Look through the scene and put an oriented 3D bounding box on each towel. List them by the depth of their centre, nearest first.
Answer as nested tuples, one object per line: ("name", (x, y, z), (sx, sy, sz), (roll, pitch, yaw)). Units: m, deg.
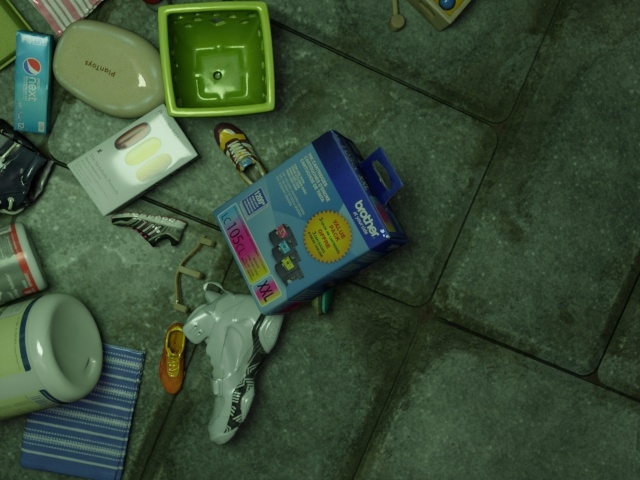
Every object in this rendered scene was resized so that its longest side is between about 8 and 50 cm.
("towel", (-0.552, -0.566, 1.358), (0.197, 0.029, 0.144), (-37, 99, 12))
("towel", (-0.566, 0.401, 1.473), (0.243, 0.040, 0.336), (12, 92, -6))

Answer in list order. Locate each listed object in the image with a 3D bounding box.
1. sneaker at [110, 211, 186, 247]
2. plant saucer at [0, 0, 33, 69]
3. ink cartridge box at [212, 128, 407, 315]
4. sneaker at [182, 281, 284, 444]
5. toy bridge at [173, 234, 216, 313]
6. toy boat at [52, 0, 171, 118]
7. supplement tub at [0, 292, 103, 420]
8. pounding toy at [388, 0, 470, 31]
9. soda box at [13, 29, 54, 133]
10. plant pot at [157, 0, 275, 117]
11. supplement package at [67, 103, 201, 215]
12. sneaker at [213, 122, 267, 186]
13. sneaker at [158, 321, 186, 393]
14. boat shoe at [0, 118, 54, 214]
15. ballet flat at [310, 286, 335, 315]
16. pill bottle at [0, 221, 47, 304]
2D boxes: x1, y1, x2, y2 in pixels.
("sneaker", (-0.400, -0.023, 1.432), (0.170, 0.063, 0.075), (8, 88, -13))
("plant saucer", (-0.746, -0.458, 1.358), (0.188, 0.045, 0.188), (-37, 98, -2))
("ink cartridge box", (0.000, -0.048, 1.336), (0.395, 0.151, 0.270), (-32, 76, 17))
("sneaker", (-0.238, 0.279, 1.450), (0.210, 0.137, 0.366), (22, 88, -7))
("toy bridge", (-0.308, 0.075, 1.461), (0.063, 0.026, 0.188), (17, 82, 19))
("toy boat", (-0.421, -0.430, 1.365), (0.267, 0.148, 0.318), (28, 99, -4))
("supplement tub", (-0.667, 0.261, 1.325), (0.324, 0.235, 0.235), (-16, 97, 8))
("pounding toy", (0.243, -0.577, 1.444), (0.181, 0.094, 0.206), (41, 89, -9))
("soda box", (-0.623, -0.344, 1.344), (0.067, 0.071, 0.210), (6, 108, -18))
("plant pot", (-0.221, -0.378, 1.349), (0.228, 0.207, 0.227), (-4, 96, -7))
("supplement package", (-0.408, -0.179, 1.381), (0.244, 0.134, 0.139), (-34, 99, -3))
("sneaker", (-0.180, -0.197, 1.433), (0.069, 0.084, 0.185), (-38, 99, -2))
("sneaker", (-0.353, 0.282, 1.467), (0.064, 0.067, 0.175), (2, 97, -9))
("boat shoe", (-0.731, -0.087, 1.352), (0.158, 0.127, 0.341), (31, 90, -1))
("ballet flat", (0.000, 0.000, 1.470), (0.123, 0.123, 0.349), (11, 95, -8))
("pill bottle", (-0.754, 0.078, 1.318), (0.283, 0.161, 0.161), (-21, 98, -20))
